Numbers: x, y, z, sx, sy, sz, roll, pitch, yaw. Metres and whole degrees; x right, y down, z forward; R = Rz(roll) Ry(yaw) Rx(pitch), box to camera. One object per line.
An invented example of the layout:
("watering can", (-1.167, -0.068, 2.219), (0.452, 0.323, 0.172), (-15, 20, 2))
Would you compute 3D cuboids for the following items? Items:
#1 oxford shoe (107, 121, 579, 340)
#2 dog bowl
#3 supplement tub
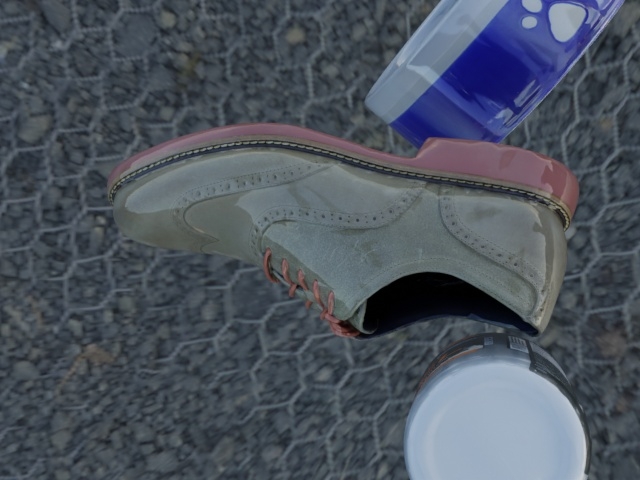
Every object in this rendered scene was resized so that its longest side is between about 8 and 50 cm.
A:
("oxford shoe", (0.000, 0.000, 0.875), (0.348, 0.123, 0.130), (2, 66, 19))
("dog bowl", (0.161, -0.189, 1.094), (0.104, 0.265, 0.265), (40, 94, -5))
("supplement tub", (0.119, 0.125, 0.844), (0.117, 0.190, 0.117), (0, 91, 7))
